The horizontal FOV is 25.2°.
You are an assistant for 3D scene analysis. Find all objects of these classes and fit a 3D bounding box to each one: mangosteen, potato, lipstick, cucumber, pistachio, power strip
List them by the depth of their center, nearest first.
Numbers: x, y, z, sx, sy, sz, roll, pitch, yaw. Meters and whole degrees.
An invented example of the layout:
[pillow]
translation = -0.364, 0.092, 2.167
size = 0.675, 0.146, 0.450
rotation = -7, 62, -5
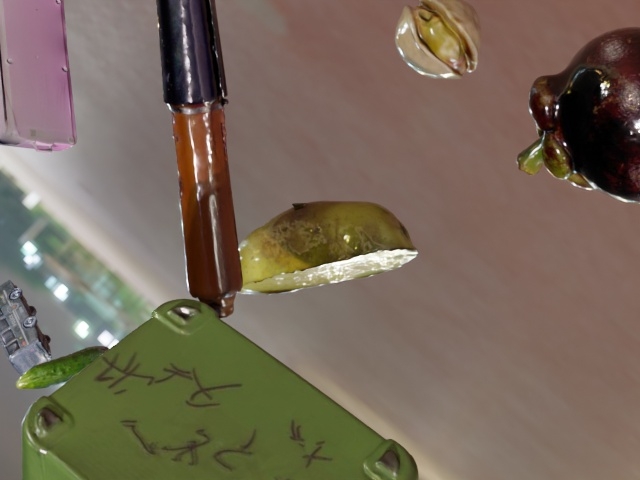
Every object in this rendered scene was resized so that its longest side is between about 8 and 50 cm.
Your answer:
[lipstick]
translation = -0.141, -0.113, 1.683
size = 0.077, 0.077, 0.418
rotation = -154, 57, -66
[power strip]
translation = -0.374, -0.244, 1.830
size = 0.109, 0.279, 0.037
rotation = 3, 166, -45
[cucumber]
translation = -0.320, 0.164, 1.854
size = 0.039, 0.039, 0.168
rotation = 38, -147, 28
[potato]
translation = 0.000, 0.000, 2.023
size = 0.160, 0.271, 0.111
rotation = 23, -126, -73
[pistachio]
translation = 0.185, -0.309, 2.195
size = 0.144, 0.144, 0.215
rotation = 43, -170, -9
[mangosteen]
translation = 0.494, -0.212, 2.347
size = 0.313, 0.297, 0.297
rotation = 20, 173, -2

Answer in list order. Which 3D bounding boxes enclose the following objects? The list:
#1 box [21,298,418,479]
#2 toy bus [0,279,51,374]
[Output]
[box]
translation = -0.082, 0.214, 1.199
size = 0.328, 0.253, 0.178
rotation = 34, 141, 23
[toy bus]
translation = -0.423, 0.120, 1.999
size = 0.166, 0.065, 0.047
rotation = 48, 168, 51
